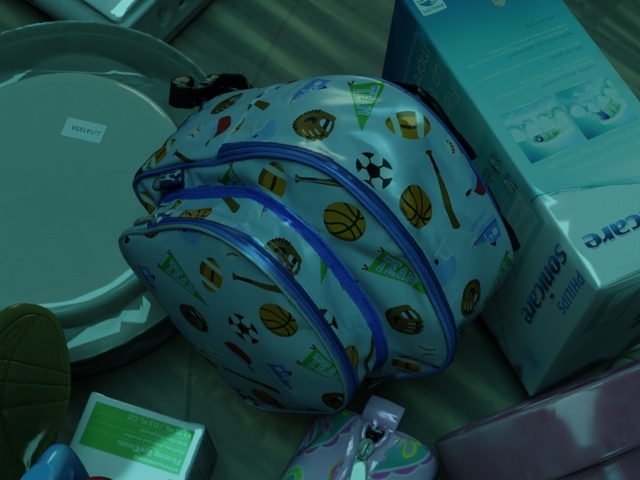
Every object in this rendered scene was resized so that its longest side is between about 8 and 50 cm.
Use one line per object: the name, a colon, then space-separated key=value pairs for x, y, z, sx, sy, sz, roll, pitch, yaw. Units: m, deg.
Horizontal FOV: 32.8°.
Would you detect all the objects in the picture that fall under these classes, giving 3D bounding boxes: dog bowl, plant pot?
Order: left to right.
dog bowl: x=-0.237 y=-0.032 z=0.998 sx=0.348 sy=0.102 sz=0.349 roll=0 pitch=64 yaw=1
plant pot: x=0.213 y=0.200 z=0.829 sx=0.201 sy=0.201 sz=0.180 roll=-21 pitch=80 yaw=-8

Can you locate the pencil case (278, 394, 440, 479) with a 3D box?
pencil case: x=-0.011 y=0.259 z=0.837 sx=0.124 sy=0.124 sz=0.284 roll=26 pitch=68 yaw=14

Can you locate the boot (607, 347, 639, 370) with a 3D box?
boot: x=0.299 y=0.142 z=0.930 sx=0.087 sy=0.042 sz=0.118 roll=-41 pitch=68 yaw=-10

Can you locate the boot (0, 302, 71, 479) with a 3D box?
boot: x=-0.256 y=0.163 z=0.857 sx=0.077 sy=0.165 sz=0.213 roll=7 pitch=76 yaw=-25

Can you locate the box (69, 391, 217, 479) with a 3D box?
box: x=-0.148 y=0.188 z=0.885 sx=0.101 sy=0.102 sz=0.087 roll=16 pitch=67 yaw=8

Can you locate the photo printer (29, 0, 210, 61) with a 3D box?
photo printer: x=-0.236 y=-0.351 z=1.152 sx=0.307 sy=0.107 sz=0.256 roll=36 pitch=70 yaw=17

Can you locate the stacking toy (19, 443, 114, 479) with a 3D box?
stacking toy: x=-0.054 y=0.241 z=0.717 sx=0.301 sy=0.166 sz=0.175 roll=1 pitch=51 yaw=8

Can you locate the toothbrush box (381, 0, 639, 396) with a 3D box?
toothbrush box: x=0.171 y=-0.053 z=0.901 sx=0.126 sy=0.216 sz=0.295 roll=-23 pitch=66 yaw=-16

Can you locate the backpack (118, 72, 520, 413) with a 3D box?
backpack: x=0.000 y=0.000 z=0.815 sx=0.276 sy=0.263 sz=0.213 roll=49 pitch=52 yaw=-23
